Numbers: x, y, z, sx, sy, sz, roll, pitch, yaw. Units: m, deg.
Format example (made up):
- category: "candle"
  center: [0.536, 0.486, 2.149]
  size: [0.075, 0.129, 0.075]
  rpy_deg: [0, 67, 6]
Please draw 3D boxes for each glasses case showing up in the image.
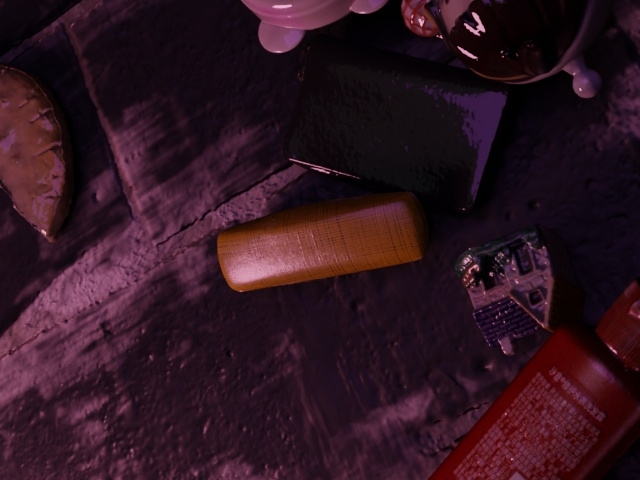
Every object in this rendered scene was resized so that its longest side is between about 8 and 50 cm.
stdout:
- category: "glasses case"
  center: [0.000, 0.000, 1.291]
  size: [0.234, 0.064, 0.079]
  rpy_deg: [-11, 93, 25]

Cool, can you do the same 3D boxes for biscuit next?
- category: "biscuit"
  center: [-0.375, -0.134, 1.518]
  size: [0.290, 0.038, 0.141]
  rpy_deg: [41, 99, 27]

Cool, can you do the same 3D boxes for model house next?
- category: "model house"
  center: [0.187, 0.052, 1.179]
  size: [0.100, 0.087, 0.100]
  rpy_deg: [-23, 69, 24]

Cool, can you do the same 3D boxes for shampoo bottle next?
- category: "shampoo bottle"
  center: [0.208, 0.171, 1.125]
  size: [0.118, 0.076, 0.314]
  rpy_deg: [46, 110, 28]

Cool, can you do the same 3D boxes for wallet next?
- category: "wallet"
  center: [0.074, -0.121, 1.296]
  size: [0.250, 0.044, 0.149]
  rpy_deg: [17, 91, 27]

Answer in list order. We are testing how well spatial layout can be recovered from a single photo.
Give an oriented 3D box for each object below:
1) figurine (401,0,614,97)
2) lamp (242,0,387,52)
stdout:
- category: "figurine"
  center: [0.180, -0.303, 1.219]
  size: [0.281, 0.167, 0.370]
  rpy_deg: [-44, 48, 50]
- category: "lamp"
  center: [-0.014, -0.326, 1.341]
  size: [0.179, 0.108, 0.246]
  rpy_deg: [-20, 70, 17]
